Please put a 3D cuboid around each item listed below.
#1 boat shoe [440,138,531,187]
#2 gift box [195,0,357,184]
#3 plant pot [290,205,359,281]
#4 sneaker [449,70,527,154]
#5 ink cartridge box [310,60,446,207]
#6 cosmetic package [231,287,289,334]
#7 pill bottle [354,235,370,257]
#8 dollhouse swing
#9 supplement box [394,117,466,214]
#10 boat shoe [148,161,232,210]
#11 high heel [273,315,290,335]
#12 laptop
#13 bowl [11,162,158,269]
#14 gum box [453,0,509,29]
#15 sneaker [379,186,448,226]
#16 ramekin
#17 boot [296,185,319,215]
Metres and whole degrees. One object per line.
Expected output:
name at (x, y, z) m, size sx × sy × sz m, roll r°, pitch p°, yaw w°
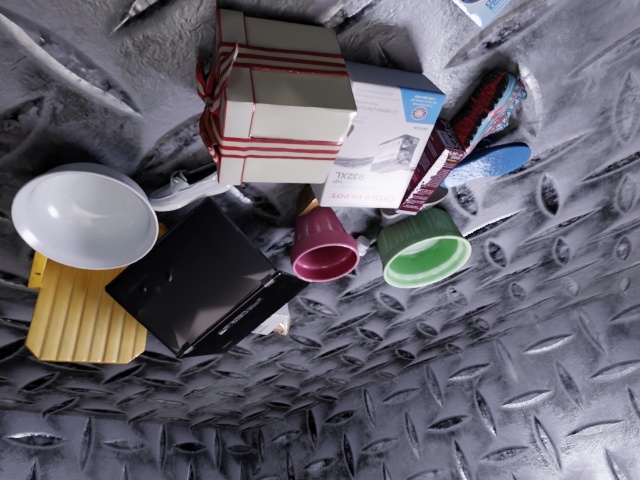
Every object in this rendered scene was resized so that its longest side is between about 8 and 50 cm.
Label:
boat shoe at (0.450, -0.234, 1.131) m, size 0.259 × 0.089 × 0.109 m, roll -11°, pitch 131°, yaw 6°
gift box at (-0.099, -0.277, 0.758) m, size 0.258 × 0.255 × 0.276 m, roll -3°, pitch 149°, yaw -17°
plant pot at (0.000, 0.000, 1.215) m, size 0.202 × 0.180 × 0.201 m, roll -9°, pitch 144°, yaw -7°
sneaker at (0.421, -0.292, 1.025) m, size 0.125 × 0.104 × 0.261 m, roll 5°, pitch 140°, yaw -27°
ink cartridge box at (0.117, -0.233, 0.943) m, size 0.223 × 0.129 × 0.307 m, roll 0°, pitch 132°, yaw -19°
cosmetic package at (-0.223, 0.215, 1.428) m, size 0.151 × 0.183 × 0.151 m, roll 17°, pitch 135°, yaw -35°
pill bottle at (0.118, 0.038, 1.399) m, size 0.067 × 0.067 × 0.120 m, roll 13°, pitch 136°, yaw -32°
dollhouse swing at (-0.598, 0.135, 1.103) m, size 0.347 × 0.304 × 0.315 m, roll 15°, pitch 136°, yaw -32°
supplement box at (0.272, -0.196, 1.082) m, size 0.073 × 0.130 × 0.239 m, roll 5°, pitch 141°, yaw -24°
boat shoe at (-0.335, -0.146, 1.009) m, size 0.228 × 0.079 × 0.081 m, roll -19°, pitch 137°, yaw -3°
high heel at (-0.230, 0.341, 1.713) m, size 0.186 × 0.093 × 0.261 m, roll 8°, pitch 158°, yaw 9°
laptop at (-0.299, 0.135, 1.176) m, size 0.382 × 0.236 × 0.408 m, roll -39°, pitch 159°, yaw 6°
bowl at (-0.543, -0.077, 0.959) m, size 0.298 × 0.134 × 0.297 m, roll -8°, pitch 135°, yaw -8°
gum box at (0.305, -0.514, 0.739) m, size 0.185 × 0.041 × 0.157 m, roll 16°, pitch 135°, yaw -35°
sneaker at (0.284, -0.116, 1.256) m, size 0.222 × 0.083 × 0.118 m, roll -19°, pitch 163°, yaw -4°
ramekin at (0.344, 0.023, 1.383) m, size 0.304 × 0.148 × 0.303 m, roll -9°, pitch 144°, yaw -7°
boot at (0.034, -0.122, 1.153) m, size 0.152 × 0.072 × 0.197 m, roll 17°, pitch 135°, yaw -36°
